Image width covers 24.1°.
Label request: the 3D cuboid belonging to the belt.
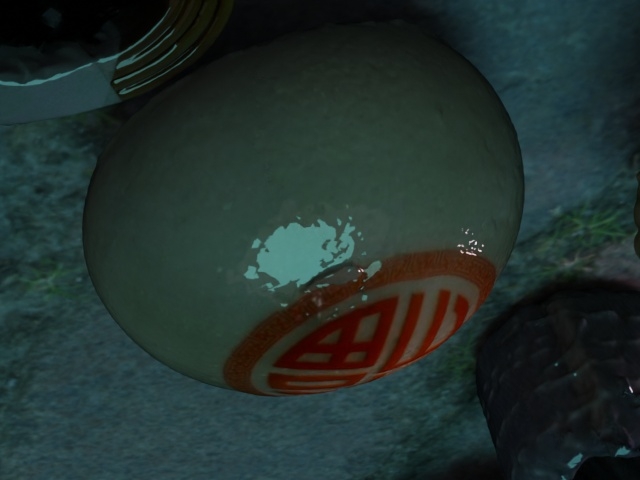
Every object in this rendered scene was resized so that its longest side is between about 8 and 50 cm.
[{"bbox_3d":[-0.182,-0.153,0.831,0.261,0.105,0.184,-10,138,-10],"label":"belt"}]

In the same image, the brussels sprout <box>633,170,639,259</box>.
[{"bbox_3d":[0.372,-0.060,0.955,0.344,0.268,0.344,13,136,12],"label":"brussels sprout"}]

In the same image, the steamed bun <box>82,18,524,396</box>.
[{"bbox_3d":[0.000,0.000,0.933,0.283,0.177,0.283,-19,156,-9],"label":"steamed bun"}]

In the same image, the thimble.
[{"bbox_3d":[0.247,0.154,1.214,0.205,0.172,0.236,-32,133,17],"label":"thimble"}]
